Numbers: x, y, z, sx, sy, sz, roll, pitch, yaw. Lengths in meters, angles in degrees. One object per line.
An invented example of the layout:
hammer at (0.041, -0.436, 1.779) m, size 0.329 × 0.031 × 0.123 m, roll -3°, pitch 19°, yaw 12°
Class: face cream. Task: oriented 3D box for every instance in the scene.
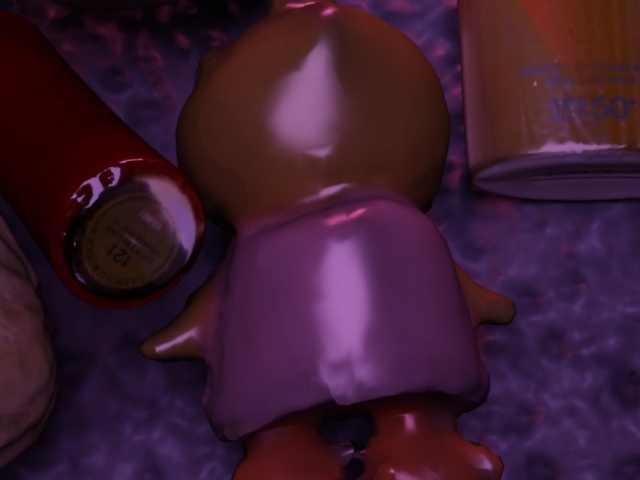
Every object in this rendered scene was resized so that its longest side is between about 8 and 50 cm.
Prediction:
face cream at (0.146, -0.164, 1.033) m, size 0.139 × 0.067 × 0.285 m, roll -1°, pitch 68°, yaw -2°

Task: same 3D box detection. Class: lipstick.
lipstick at (-0.137, -0.048, 0.924) m, size 0.080 × 0.080 × 0.241 m, roll -32°, pitch 36°, yaw -11°

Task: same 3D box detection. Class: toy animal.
toy animal at (0.000, -0.003, 0.919) m, size 0.195 × 0.169 × 0.281 m, roll -4°, pitch 68°, yaw -11°

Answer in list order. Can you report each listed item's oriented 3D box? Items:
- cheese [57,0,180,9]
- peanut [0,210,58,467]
cheese at (-0.110, -0.274, 0.969) m, size 0.115 × 0.326 × 0.318 m, roll -14°, pitch 65°, yaw 44°
peanut at (-0.277, 0.005, 0.926) m, size 0.340 × 0.158 × 0.174 m, roll 25°, pitch 83°, yaw 12°
